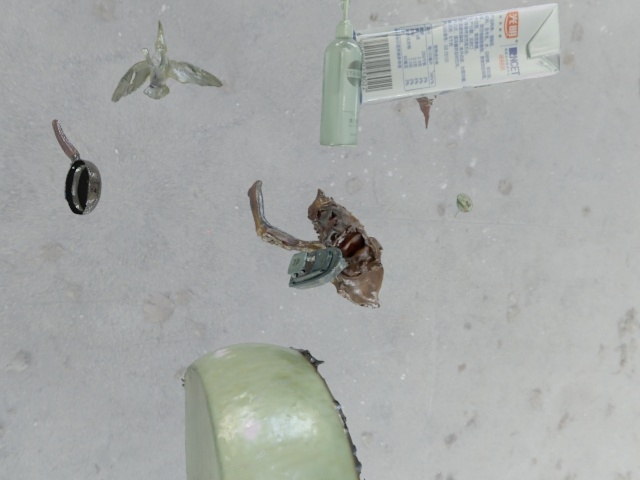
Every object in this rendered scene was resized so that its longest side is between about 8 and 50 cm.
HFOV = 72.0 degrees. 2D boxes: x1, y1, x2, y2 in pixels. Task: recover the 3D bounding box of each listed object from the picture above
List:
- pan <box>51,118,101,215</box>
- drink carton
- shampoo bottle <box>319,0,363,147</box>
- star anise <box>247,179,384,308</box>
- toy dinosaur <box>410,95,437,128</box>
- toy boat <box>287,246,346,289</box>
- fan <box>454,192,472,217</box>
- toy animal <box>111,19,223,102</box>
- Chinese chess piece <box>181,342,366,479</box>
[{"bbox_3d":[-0.498,-0.151,0.897,0.040,0.115,0.211,-9,72,-55],"label":"pan"},{"bbox_3d":[0.193,-0.286,0.694,0.316,0.130,0.106,-9,105,0],"label":"drink carton"},{"bbox_3d":[0.029,-0.229,0.610,0.056,0.056,0.194,-4,104,-23],"label":"shampoo bottle"},{"bbox_3d":[0.004,-0.010,0.858,0.347,0.237,0.148,35,92,3],"label":"star anise"},{"bbox_3d":[0.246,-0.374,1.070,0.032,0.108,0.219,-4,87,-30],"label":"toy dinosaur"},{"bbox_3d":[-0.005,0.041,0.683,0.060,0.141,0.055,28,64,-23],"label":"toy boat"},{"bbox_3d":[0.422,-0.098,1.296,0.060,0.003,0.080,14,82,-20],"label":"fan"},{"bbox_3d":[-0.304,-0.348,0.849,0.220,0.095,0.155,-3,106,-7],"label":"toy animal"},{"bbox_3d":[-0.074,0.300,0.532,0.147,0.349,0.348,-2,95,-24],"label":"Chinese chess piece"}]
